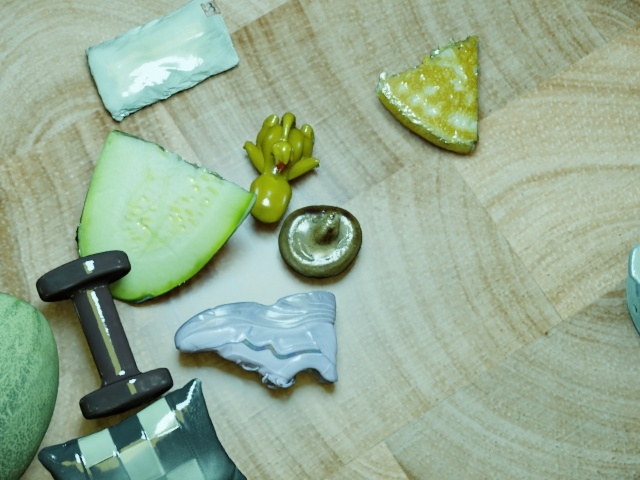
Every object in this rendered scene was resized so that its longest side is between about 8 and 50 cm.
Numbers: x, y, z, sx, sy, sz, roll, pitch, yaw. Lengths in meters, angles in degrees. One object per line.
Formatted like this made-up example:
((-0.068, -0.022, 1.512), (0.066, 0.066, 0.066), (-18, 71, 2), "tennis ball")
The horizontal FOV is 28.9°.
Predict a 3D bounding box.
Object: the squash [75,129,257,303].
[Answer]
((-0.243, -0.014, 1.815), (0.237, 0.204, 0.155), (27, 54, 7), "squash")

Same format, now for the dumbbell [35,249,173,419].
((-0.306, 0.134, 1.767), (0.140, 0.124, 0.225), (-24, 83, 10), "dumbbell")

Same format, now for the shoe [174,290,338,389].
((-0.087, 0.156, 1.807), (0.245, 0.095, 0.138), (-8, 73, -12), "shoe")

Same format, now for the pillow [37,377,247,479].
((-0.245, 0.318, 1.737), (0.250, 0.106, 0.186), (-24, 109, -11), "pillow")

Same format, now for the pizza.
((0.193, -0.242, 1.952), (0.188, 0.062, 0.199), (37, 69, -6), "pizza")

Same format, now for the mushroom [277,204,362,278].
((0.000, -0.002, 1.861), (0.126, 0.085, 0.109), (10, 110, -3), "mushroom")

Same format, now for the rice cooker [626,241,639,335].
((0.584, 0.057, 1.771), (0.316, 0.316, 0.264), (14, 75, 0), "rice cooker")

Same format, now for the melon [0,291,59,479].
((-0.489, 0.222, 1.686), (0.248, 0.248, 0.329), (25, 73, 3), "melon")

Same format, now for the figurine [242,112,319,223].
((-0.063, -0.111, 1.865), (0.121, 0.122, 0.176), (14, 74, -2), "figurine")

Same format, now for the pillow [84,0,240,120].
((-0.248, -0.287, 1.939), (0.229, 0.051, 0.128), (-27, 86, -9), "pillow")
